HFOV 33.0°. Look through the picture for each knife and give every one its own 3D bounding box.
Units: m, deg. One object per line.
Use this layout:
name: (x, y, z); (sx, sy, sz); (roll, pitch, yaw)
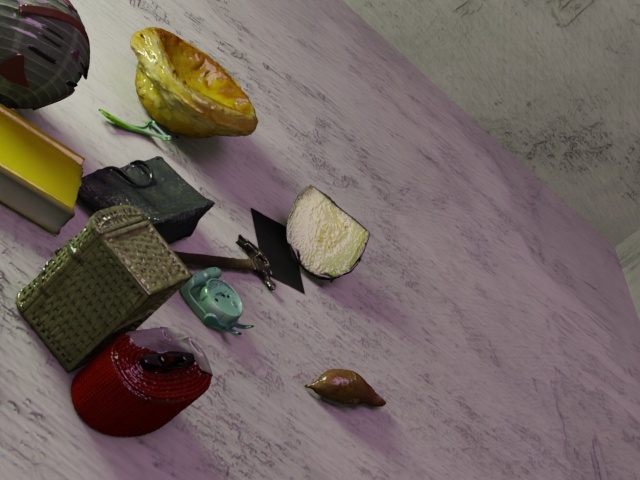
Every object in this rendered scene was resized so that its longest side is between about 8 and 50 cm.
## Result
knife: (-0.362, -0.222, 2.078); (0.078, 0.022, 0.166); (36, 16, 36)

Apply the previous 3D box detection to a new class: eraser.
eraser: (-0.483, -0.129, 1.705); (0.226, 0.069, 0.158); (35, 31, -27)

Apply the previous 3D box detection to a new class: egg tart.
egg tart: (-0.275, -0.304, 2.211); (0.319, 0.128, 0.319); (38, 20, -17)

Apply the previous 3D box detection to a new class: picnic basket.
picnic basket: (-0.317, 0.061, 1.551); (0.154, 0.196, 0.134); (51, 26, 6)

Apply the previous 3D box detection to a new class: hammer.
hammer: (-0.191, 0.039, 1.983); (0.297, 0.027, 0.125); (5, 50, -55)

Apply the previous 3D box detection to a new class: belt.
belt: (-0.248, 0.198, 1.554); (0.201, 0.124, 0.128); (-1, 56, -57)

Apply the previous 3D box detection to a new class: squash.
squash: (-0.011, 0.005, 2.284); (0.192, 0.085, 0.184); (39, 55, -14)

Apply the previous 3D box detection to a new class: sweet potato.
sweet potato: (0.065, 0.276, 2.011); (0.226, 0.068, 0.068); (21, 37, -45)

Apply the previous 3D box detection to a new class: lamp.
lamp: (-0.505, -0.325, 1.774); (0.233, 0.233, 0.265); (61, 13, 24)

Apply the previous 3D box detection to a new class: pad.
pad: (-0.088, 0.019, 2.201); (0.116, 0.004, 0.193); (30, 30, -35)

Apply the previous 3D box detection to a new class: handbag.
handbag: (-0.307, -0.072, 1.901); (0.175, 0.088, 0.270); (43, 26, 11)

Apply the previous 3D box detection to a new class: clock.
clock: (-0.176, 0.112, 1.883); (0.135, 0.041, 0.101); (51, 25, 6)
